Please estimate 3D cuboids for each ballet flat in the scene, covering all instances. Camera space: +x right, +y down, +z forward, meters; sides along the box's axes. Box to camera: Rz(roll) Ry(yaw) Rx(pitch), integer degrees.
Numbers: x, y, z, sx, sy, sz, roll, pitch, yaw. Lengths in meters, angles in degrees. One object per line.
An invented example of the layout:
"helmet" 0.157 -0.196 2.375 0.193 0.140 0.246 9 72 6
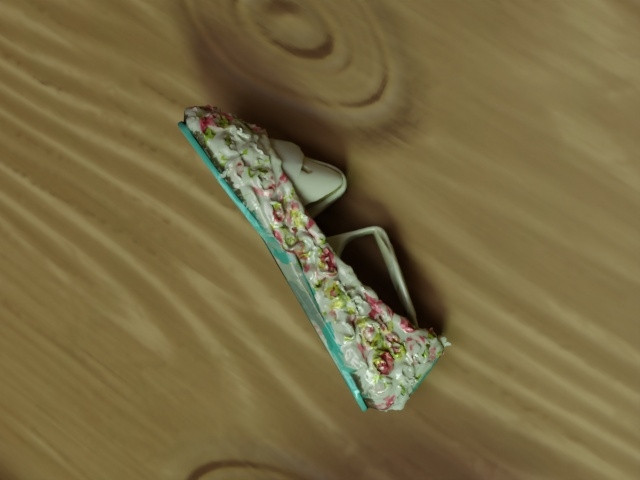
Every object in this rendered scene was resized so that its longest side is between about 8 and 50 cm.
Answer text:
"ballet flat" 0.000 0.000 1.135 0.077 0.091 0.241 -33 86 0
